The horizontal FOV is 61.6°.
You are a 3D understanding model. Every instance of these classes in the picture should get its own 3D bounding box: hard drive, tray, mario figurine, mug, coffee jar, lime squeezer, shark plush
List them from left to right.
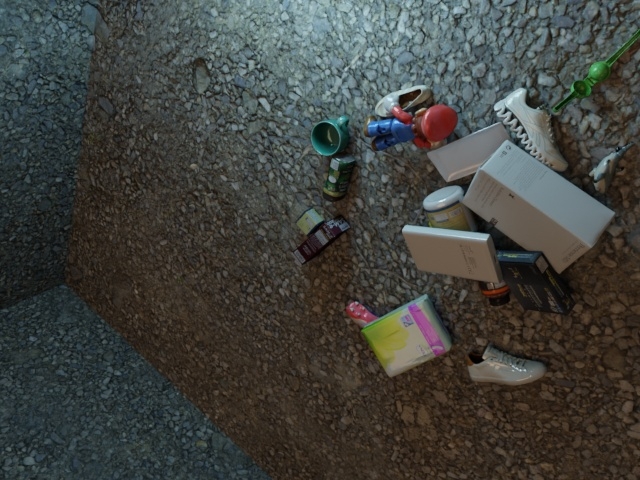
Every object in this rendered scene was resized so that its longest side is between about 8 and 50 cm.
[{"bbox_3d":[0.055,-0.394,2.018,0.157,0.097,0.130,-5,106,35],"label":"mug"},{"bbox_3d":[0.069,-0.240,2.073,0.079,0.096,0.184,31,124,24],"label":"coffee jar"},{"bbox_3d":[0.317,-0.396,1.816,0.320,0.198,0.170,-2,81,40],"label":"mario figurine"},{"bbox_3d":[0.441,0.045,1.804,0.307,0.040,0.203,9,140,41],"label":"hard drive"},{"bbox_3d":[0.502,-0.292,1.769,0.270,0.030,0.145,-19,127,38],"label":"tray"},{"bbox_3d":[0.763,-0.464,1.505,0.310,0.110,0.059,-43,63,8],"label":"lime squeezer"},{"bbox_3d":[0.861,-0.219,1.584,0.067,0.073,0.161,28,103,-1],"label":"shark plush"}]

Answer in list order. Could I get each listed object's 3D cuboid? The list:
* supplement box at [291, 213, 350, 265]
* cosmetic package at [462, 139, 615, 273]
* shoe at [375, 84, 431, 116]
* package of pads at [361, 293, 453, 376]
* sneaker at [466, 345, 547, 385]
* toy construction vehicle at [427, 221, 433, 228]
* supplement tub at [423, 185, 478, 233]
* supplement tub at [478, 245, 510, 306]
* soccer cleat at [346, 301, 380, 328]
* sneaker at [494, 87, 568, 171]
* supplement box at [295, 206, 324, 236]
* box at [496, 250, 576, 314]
[{"bbox_3d":[0.000,0.000,2.198,0.239,0.130,0.073,-40,84,38],"label":"supplement box"},{"bbox_3d":[0.653,-0.100,1.642,0.385,0.156,0.217,40,160,17],"label":"cosmetic package"},{"bbox_3d":[0.275,-0.482,1.853,0.219,0.058,0.077,-16,99,38],"label":"shoe"},{"bbox_3d":[0.342,0.379,2.096,0.296,0.101,0.229,-30,91,21],"label":"package of pads"},{"bbox_3d":[0.661,0.447,1.943,0.290,0.106,0.123,-12,104,39],"label":"sneaker"},{"bbox_3d":[0.420,-0.022,1.966,0.086,0.035,0.098,33,123,32],"label":"toy construction vehicle"},{"bbox_3d":[0.451,-0.072,1.838,0.144,0.144,0.200,-14,110,38],"label":"supplement tub"},{"bbox_3d":[0.596,0.125,1.856,0.106,0.106,0.198,-11,103,37],"label":"supplement tub"},{"bbox_3d":[0.211,0.352,2.245,0.248,0.083,0.095,40,158,8],"label":"soccer cleat"},{"bbox_3d":[0.660,-0.334,1.628,0.118,0.110,0.292,-41,84,29],"label":"sneaker"},{"bbox_3d":[-0.045,-0.078,2.243,0.083,0.056,0.083,49,128,8],"label":"supplement box"},{"bbox_3d":[0.686,0.135,1.738,0.233,0.059,0.183,52,161,-18],"label":"box"}]
